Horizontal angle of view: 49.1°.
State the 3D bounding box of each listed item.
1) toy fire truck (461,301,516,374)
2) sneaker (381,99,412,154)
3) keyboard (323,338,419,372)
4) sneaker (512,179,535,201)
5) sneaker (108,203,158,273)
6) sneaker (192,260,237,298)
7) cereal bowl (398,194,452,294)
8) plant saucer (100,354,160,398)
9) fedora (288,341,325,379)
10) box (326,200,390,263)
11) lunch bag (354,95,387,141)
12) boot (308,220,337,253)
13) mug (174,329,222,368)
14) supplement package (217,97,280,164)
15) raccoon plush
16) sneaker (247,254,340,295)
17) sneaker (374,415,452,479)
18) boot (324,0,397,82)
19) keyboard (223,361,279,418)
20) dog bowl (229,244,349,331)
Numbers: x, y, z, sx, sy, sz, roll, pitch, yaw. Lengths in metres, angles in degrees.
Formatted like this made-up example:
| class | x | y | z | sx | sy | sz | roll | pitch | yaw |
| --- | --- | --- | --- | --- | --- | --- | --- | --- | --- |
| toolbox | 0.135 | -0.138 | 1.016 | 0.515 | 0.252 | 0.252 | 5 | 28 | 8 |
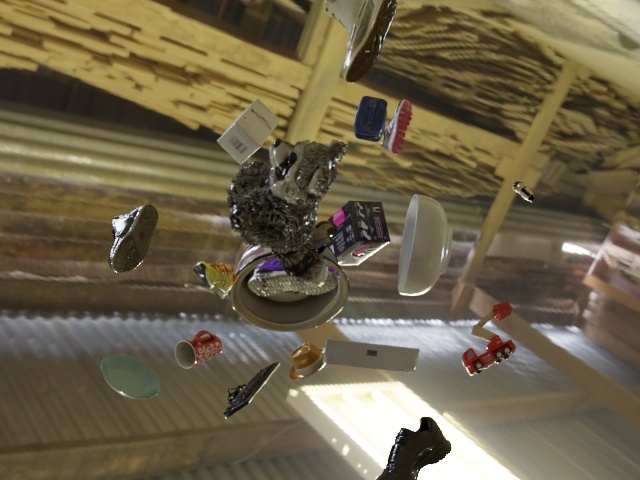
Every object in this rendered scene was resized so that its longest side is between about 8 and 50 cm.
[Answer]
| class | x | y | z | sx | sy | sz | roll | pitch | yaw |
| --- | --- | --- | --- | --- | --- | --- | --- | --- | --- |
| toy fire truck | 0.452 | 0.263 | 1.886 | 0.135 | 0.192 | 0.047 | 61 | 174 | 28 |
| sneaker | 0.228 | -0.351 | 2.153 | 0.063 | 0.170 | 0.075 | 11 | -176 | -41 |
| keyboard | 0.138 | 0.313 | 1.898 | 0.256 | 0.072 | 0.014 | 7 | -169 | -4 |
| sneaker | 0.683 | -0.166 | 2.347 | 0.109 | 0.040 | 0.044 | 29 | -166 | -39 |
| sneaker | -0.515 | 0.005 | 1.844 | 0.083 | 0.118 | 0.222 | 54 | -140 | -34 |
| sneaker | -0.304 | 0.096 | 2.059 | 0.081 | 0.094 | 0.208 | 45 | 174 | 21 |
| cereal bowl | 0.354 | 0.022 | 2.340 | 0.141 | 0.339 | 0.339 | 9 | -165 | 2 |
| plant saucer | -0.581 | 0.422 | 2.121 | 0.195 | 0.037 | 0.195 | 32 | -164 | -10 |
| fedora | -0.053 | 0.429 | 2.569 | 0.079 | 0.194 | 0.194 | 57 | -171 | -13 |
| box | 0.122 | -0.022 | 2.523 | 0.142 | 0.247 | 0.163 | -1 | -111 | -27 |
| lunch bag | 0.112 | -0.271 | 1.575 | 0.067 | 0.098 | 0.065 | 11 | 164 | 8 |
| boot | 0.000 | 0.000 | 2.257 | 0.219 | 0.082 | 0.106 | -9 | -129 | -49 |
| mug | -0.469 | 0.430 | 2.795 | 0.169 | 0.150 | 0.113 | -8 | -112 | -56 |
| supplement package | -0.219 | -0.338 | 2.157 | 0.105 | 0.105 | 0.179 | 43 | -142 | -14 |
| raccoon plush | -0.010 | -0.078 | 1.704 | 0.299 | 0.216 | 0.446 | -13 | 145 | 32 |
| sneaker | -0.072 | 0.080 | 2.104 | 0.293 | 0.102 | 0.146 | -4 | -136 | 25 |
| sneaker | 0.228 | 0.583 | 1.898 | 0.286 | 0.130 | 0.109 | -30 | -173 | -37 |
| boot | 0.070 | -0.491 | 1.628 | 0.165 | 0.213 | 0.077 | 39 | -154 | 31 |
| keyboard | -0.154 | 0.300 | 1.436 | 0.038 | 0.100 | 0.192 | 52 | -160 | 0 |
| dog bowl | -0.111 | 0.132 | 2.424 | 0.408 | 0.408 | 0.150 | 16 | -141 | -21 |
